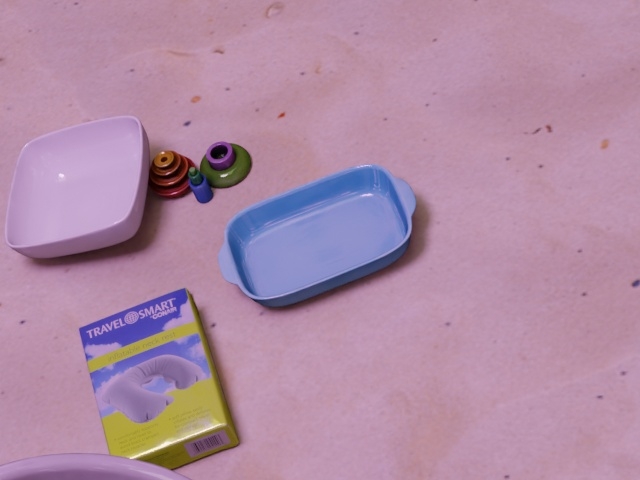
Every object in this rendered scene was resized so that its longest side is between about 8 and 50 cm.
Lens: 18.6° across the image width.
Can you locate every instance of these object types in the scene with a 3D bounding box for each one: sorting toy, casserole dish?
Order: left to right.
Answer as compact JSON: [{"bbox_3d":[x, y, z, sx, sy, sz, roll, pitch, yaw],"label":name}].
[{"bbox_3d":[-0.119,-0.071,1.868,0.102,0.042,0.061,-17,51,4],"label":"sorting toy"},{"bbox_3d":[0.000,0.000,1.782,0.188,0.037,0.114,-21,51,0],"label":"casserole dish"}]

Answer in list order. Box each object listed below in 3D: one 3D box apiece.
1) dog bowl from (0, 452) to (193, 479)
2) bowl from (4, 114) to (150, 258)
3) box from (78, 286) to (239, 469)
[{"bbox_3d":[-0.177,0.302,1.473,0.348,0.102,0.349,8,39,-7],"label":"dog bowl"},{"bbox_3d":[-0.223,-0.044,1.864,0.142,0.053,0.142,-13,51,20],"label":"bowl"},{"bbox_3d":[-0.147,0.120,1.732,0.109,0.042,0.178,-21,52,0],"label":"box"}]
